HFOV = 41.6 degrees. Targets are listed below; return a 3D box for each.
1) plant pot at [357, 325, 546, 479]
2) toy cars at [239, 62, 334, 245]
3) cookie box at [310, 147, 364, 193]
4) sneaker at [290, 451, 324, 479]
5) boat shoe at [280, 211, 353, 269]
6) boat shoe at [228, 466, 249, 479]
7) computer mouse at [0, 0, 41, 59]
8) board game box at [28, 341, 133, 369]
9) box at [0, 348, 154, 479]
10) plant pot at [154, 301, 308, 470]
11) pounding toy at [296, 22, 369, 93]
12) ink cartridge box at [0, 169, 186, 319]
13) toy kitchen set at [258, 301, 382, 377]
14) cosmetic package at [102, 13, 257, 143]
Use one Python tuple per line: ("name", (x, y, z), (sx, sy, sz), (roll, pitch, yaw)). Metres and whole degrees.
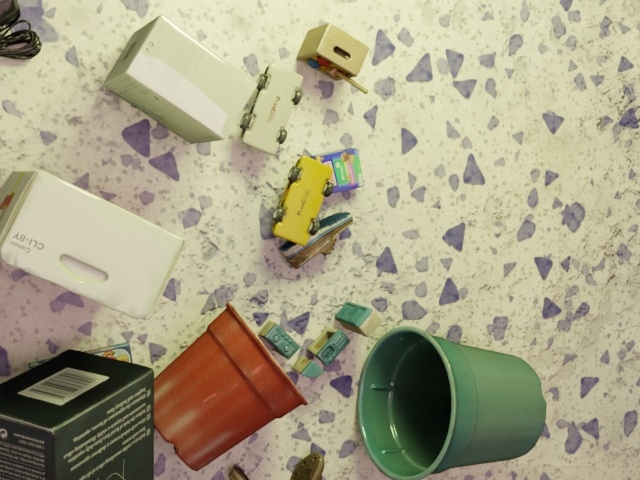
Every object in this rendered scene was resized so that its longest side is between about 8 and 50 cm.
("plant pot", (0.316, 0.379, 1.953), (0.334, 0.341, 0.341), (8, 91, -33))
("toy cars", (-0.081, -0.184, 1.840), (0.176, 0.087, 0.393), (-22, 99, -20))
("cookie box", (0.038, -0.157, 1.917), (0.107, 0.040, 0.091), (-14, 101, -22))
("sneaker", (-0.034, 0.579, 1.944), (0.071, 0.066, 0.188), (32, 86, -40))
("boat shoe", (0.000, 0.000, 1.906), (0.183, 0.066, 0.066), (-30, 111, -9))
("boat shoe", (-0.165, 0.593, 1.877), (0.072, 0.068, 0.190), (-30, 106, -8))
("computer mouse", (-0.643, -0.466, 1.569), (0.189, 0.072, 0.272), (-16, 113, -25))
("board game box", (-0.480, 0.295, 1.720), (0.201, 0.035, 0.136), (-11, 99, -24))
("box", (-0.469, 0.442, 1.538), (0.293, 0.212, 0.395), (-27, 122, -64))
("plant pot", (-0.212, 0.313, 1.737), (0.265, 0.272, 0.272), (-38, 109, -8))
("pounding toy", (0.037, -0.392, 1.848), (0.141, 0.130, 0.100), (26, 83, -24))
("ink cartridge box", (-0.439, -0.001, 1.521), (0.279, 0.385, 0.160), (27, 83, -24))
("toy kitchen set", (-0.003, 0.192, 1.883), (0.207, 0.122, 0.166), (-48, 111, -14))
("cosmetic package", (-0.280, -0.305, 1.657), (0.225, 0.224, 0.138), (32, 81, -23))
